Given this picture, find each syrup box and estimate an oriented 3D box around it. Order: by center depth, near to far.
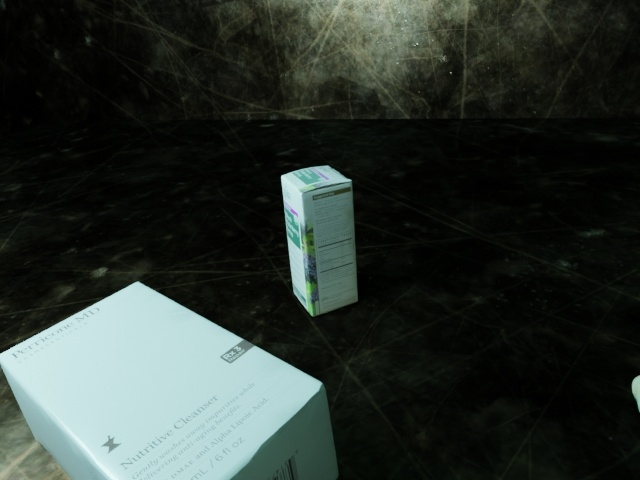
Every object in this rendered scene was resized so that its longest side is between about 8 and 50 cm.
[{"bbox_3d":[0.000,0.000,0.932,0.096,0.237,0.093,-16,29,-20],"label":"syrup box"}]

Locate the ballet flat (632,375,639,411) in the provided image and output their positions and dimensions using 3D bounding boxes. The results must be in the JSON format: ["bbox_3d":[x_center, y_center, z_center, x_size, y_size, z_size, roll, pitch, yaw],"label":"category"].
[{"bbox_3d":[0.509,0.181,0.659,0.248,0.086,0.086,-6,27,2],"label":"ballet flat"}]

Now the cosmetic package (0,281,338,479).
[{"bbox_3d":[-0.192,0.210,0.650,0.385,0.156,0.217,18,37,37],"label":"cosmetic package"}]
